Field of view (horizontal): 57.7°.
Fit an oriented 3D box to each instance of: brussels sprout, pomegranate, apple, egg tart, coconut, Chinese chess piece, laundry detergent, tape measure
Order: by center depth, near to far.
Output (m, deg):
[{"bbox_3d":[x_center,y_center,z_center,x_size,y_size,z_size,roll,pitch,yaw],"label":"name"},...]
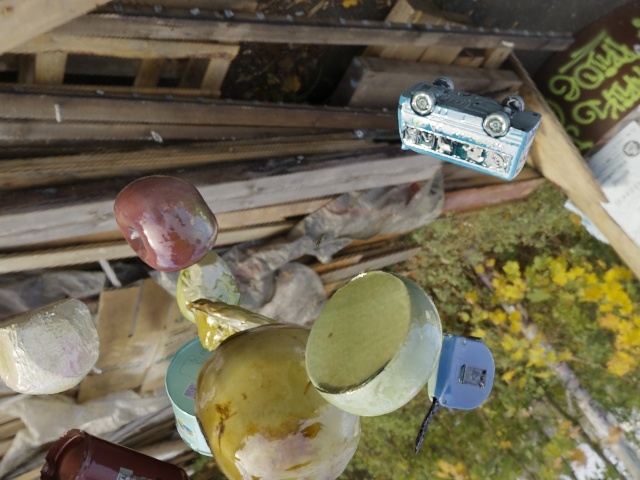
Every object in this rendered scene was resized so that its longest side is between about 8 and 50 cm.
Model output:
[{"bbox_3d":[0.067,0.131,0.751,0.188,0.188,0.083,-39,124,18],"label":"Chinese chess piece"},{"bbox_3d":[-0.074,0.312,1.103,0.332,0.333,0.333,-26,156,-12],"label":"pomegranate"},{"bbox_3d":[-0.214,0.263,1.580,0.345,0.345,0.133,54,54,-67],"label":"egg tart"},{"bbox_3d":[0.385,0.441,1.657,0.215,0.352,0.097,16,173,-32],"label":"tape measure"},{"bbox_3d":[-0.452,-0.060,1.715,0.235,0.305,0.306,-40,163,-29],"label":"apple"},{"bbox_3d":[-0.813,0.327,1.738,0.297,0.255,0.297,-18,-175,2],"label":"coconut"},{"bbox_3d":[-0.309,0.483,1.778,0.287,0.287,0.305,-21,142,-22],"label":"laundry detergent"},{"bbox_3d":[-0.427,0.189,2.225,0.242,0.274,0.317,-3,154,-9],"label":"brussels sprout"}]

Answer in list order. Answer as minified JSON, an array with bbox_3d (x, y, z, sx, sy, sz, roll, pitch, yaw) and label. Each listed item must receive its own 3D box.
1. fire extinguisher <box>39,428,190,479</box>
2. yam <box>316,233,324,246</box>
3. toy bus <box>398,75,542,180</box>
[{"bbox_3d":[-0.310,0.445,1.004,0.106,0.147,0.337,-35,132,13],"label":"fire extinguisher"},{"bbox_3d":[0.000,0.000,1.620,0.014,0.014,0.107,-38,-173,16],"label":"yam"},{"bbox_3d":[0.268,-0.210,1.081,0.113,0.246,0.134,-43,147,-46],"label":"toy bus"}]
